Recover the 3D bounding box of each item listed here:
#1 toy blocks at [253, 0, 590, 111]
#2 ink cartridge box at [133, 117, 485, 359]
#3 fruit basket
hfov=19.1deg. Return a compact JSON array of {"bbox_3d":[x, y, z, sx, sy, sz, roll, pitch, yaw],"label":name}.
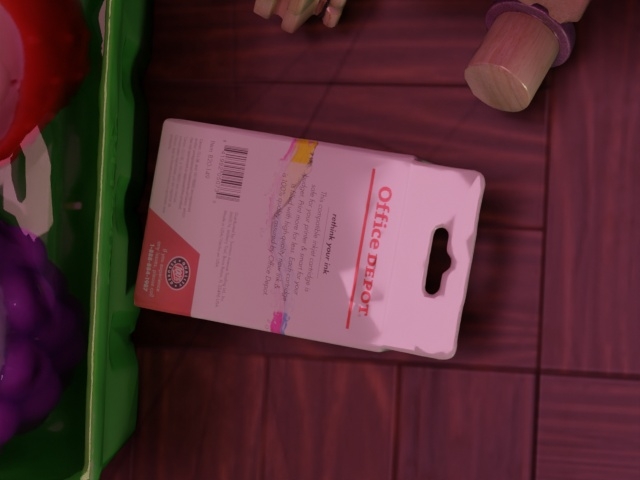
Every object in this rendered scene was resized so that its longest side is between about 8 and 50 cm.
[{"bbox_3d":[0.087,-0.273,1.051,0.288,0.309,0.260,29,63,4],"label":"toy blocks"},{"bbox_3d":[0.000,0.000,1.117,0.198,0.067,0.115,11,91,18],"label":"ink cartridge box"},{"bbox_3d":[-0.256,-0.029,1.041,0.283,0.392,0.392,2,88,17],"label":"fruit basket"}]
